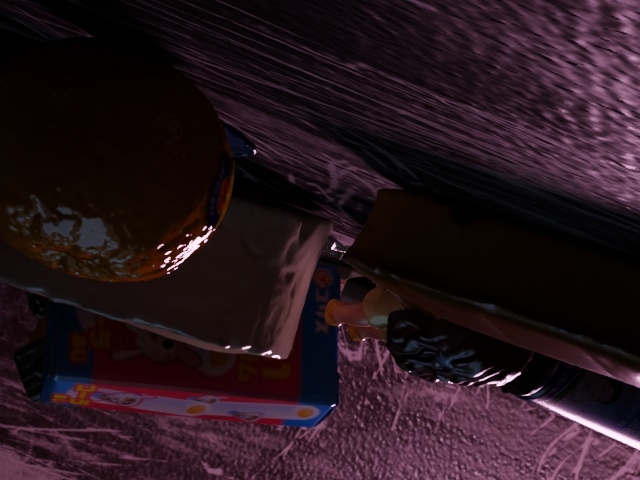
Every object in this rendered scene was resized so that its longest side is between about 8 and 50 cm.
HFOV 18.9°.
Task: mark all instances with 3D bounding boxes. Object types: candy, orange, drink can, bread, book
[{"bbox_3d":[-0.135,0.099,2.016,0.306,0.157,0.100,6,156,-13],"label":"candy"},{"bbox_3d":[-0.143,-0.052,1.259,0.177,0.155,0.177,13,177,1],"label":"orange"},{"bbox_3d":[0.296,0.154,2.032,0.235,0.097,0.097,25,174,-36],"label":"drink can"},{"bbox_3d":[0.200,0.052,1.369,0.361,0.077,0.138,19,174,33],"label":"bread"},{"bbox_3d":[0.045,0.057,2.534,0.162,0.022,0.232,24,174,-29],"label":"book"}]

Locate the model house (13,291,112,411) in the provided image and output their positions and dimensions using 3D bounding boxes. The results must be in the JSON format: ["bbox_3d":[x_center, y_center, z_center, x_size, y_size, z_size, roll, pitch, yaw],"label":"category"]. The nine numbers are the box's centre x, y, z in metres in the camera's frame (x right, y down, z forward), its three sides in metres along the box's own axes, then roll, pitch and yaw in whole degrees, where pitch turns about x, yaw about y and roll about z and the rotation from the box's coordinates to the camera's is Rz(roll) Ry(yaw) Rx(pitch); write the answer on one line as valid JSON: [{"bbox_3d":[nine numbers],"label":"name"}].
[{"bbox_3d":[-0.255,0.109,2.149,0.183,0.172,0.166,-25,123,38],"label":"model house"}]

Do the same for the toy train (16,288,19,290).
[{"bbox_3d":[-0.400,-0.065,2.159,0.188,0.159,0.271,22,166,21],"label":"toy train"}]

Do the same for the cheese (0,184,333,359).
[{"bbox_3d":[-0.167,-0.001,1.823,0.332,0.153,0.292,19,-178,-2],"label":"cheese"}]

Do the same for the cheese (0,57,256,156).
[{"bbox_3d":[-0.173,-0.088,1.477,0.286,0.074,0.189,2,158,44],"label":"cheese"}]

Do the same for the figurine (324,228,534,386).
[{"bbox_3d":[0.106,0.075,1.840,0.175,0.116,0.240,26,174,-39],"label":"figurine"}]

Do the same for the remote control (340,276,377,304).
[{"bbox_3d":[0.187,0.116,2.285,0.335,0.065,0.128,20,177,25],"label":"remote control"}]

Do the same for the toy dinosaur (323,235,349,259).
[{"bbox_3d":[0.000,0.000,2.073,0.062,0.021,0.083,28,173,8],"label":"toy dinosaur"}]
